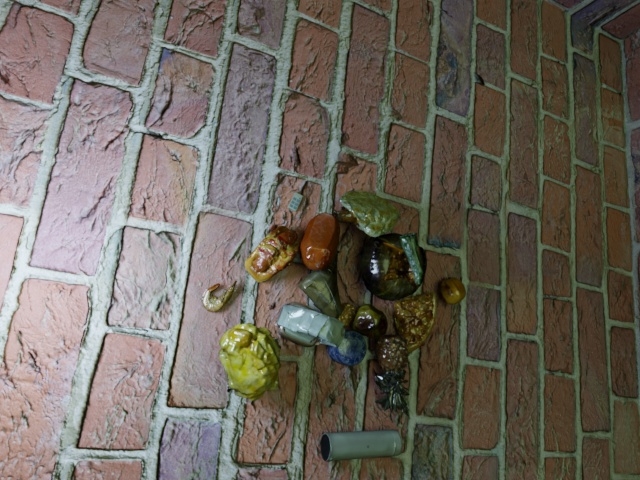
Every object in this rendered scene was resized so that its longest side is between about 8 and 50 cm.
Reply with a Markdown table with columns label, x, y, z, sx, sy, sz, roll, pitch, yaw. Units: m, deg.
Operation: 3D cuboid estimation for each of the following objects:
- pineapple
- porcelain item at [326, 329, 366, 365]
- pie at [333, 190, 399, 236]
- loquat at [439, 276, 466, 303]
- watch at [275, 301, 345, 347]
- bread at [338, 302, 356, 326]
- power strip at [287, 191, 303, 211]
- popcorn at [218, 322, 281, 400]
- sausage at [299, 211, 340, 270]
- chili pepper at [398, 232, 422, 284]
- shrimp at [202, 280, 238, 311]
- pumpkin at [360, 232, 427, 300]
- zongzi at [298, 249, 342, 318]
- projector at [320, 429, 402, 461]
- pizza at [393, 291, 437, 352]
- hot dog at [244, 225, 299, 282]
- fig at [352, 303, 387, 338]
| label | x | y | z | sx | sy | sz | roll | pitch | yaw |
| --- | --- | --- | --- | --- | --- | --- | --- | --- | --- |
| pineapple | 0.307 | 0.592 | 1.874 | 0.166 | 0.165 | 0.364 | 4 | 81 | -22 |
| porcelain item | 0.113 | 0.454 | 1.834 | 0.147 | 0.114 | 0.147 | 4 | 81 | -23 |
| pie | 0.213 | -0.133 | 1.938 | 0.275 | 0.105 | 0.257 | 24 | 45 | 6 |
| loquat | 0.636 | 0.242 | 2.096 | 0.137 | 0.113 | 0.137 | 3 | 65 | -5 |
| watch | -0.033 | 0.346 | 1.722 | 0.253 | 0.241 | 0.161 | 26 | 73 | -17 |
| bread | 0.109 | 0.327 | 1.893 | 0.083 | 0.044 | 0.110 | 43 | 65 | -12 |
| power strip | -0.111 | -0.170 | 1.902 | 0.040 | 0.016 | 0.090 | 29 | 71 | -15 |
| popcorn | -0.266 | 0.448 | 1.609 | 0.215 | 0.252 | 0.286 | -15 | 92 | -38 |
| sausage | 0.000 | 0.001 | 1.821 | 0.153 | 0.141 | 0.268 | 16 | 52 | -1 |
| chili pepper | 0.395 | 0.080 | 1.844 | 0.088 | 0.059 | 0.226 | -8 | 82 | -21 |
| shrimp | -0.399 | 0.209 | 1.709 | 0.095 | 0.045 | 0.162 | 37 | 73 | 9 |
| pumpkin | 0.323 | 0.119 | 1.939 | 0.321 | 0.192 | 0.320 | 5 | 77 | -23 |
| zongzi | 0.056 | 0.195 | 1.857 | 0.242 | 0.112 | 0.221 | -41 | 96 | -24 |
| projector | 0.171 | 0.849 | 1.795 | 0.338 | 0.108 | 0.108 | 7 | 78 | -21 |
| pizza | 0.431 | 0.360 | 2.003 | 0.226 | 0.086 | 0.335 | 39 | 70 | -14 |
| hot dog | -0.184 | 0.049 | 1.757 | 0.150 | 0.153 | 0.256 | 46 | 67 | -9 |
| fig | 0.209 | 0.346 | 1.876 | 0.154 | 0.165 | 0.144 | -12 | 119 | -6 |
